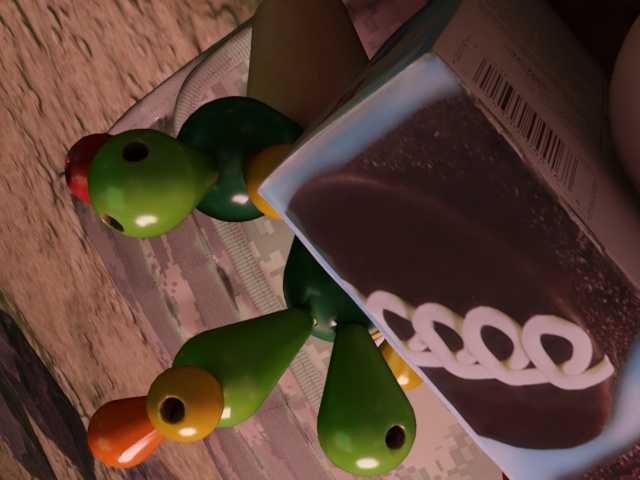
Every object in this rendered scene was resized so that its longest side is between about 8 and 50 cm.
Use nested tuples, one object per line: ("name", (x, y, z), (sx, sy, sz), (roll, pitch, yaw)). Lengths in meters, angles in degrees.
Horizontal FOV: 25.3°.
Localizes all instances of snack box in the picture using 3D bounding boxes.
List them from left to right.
("snack box", (0.126, 0.065, 0.419), (0.322, 0.060, 0.187), (49, -159, -6))

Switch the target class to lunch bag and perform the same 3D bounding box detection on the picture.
("lunch bag", (0.033, 0.009, 0.629), (0.235, 0.169, 0.287), (61, 149, -1))

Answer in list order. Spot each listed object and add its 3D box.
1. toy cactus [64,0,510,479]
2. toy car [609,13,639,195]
("toy cactus", (0.000, 0.000, 0.466), (0.112, 0.219, 0.180), (-35, 48, 34))
("toy car", (0.177, -0.029, 0.359), (0.182, 0.159, 0.136), (49, 117, 26))
